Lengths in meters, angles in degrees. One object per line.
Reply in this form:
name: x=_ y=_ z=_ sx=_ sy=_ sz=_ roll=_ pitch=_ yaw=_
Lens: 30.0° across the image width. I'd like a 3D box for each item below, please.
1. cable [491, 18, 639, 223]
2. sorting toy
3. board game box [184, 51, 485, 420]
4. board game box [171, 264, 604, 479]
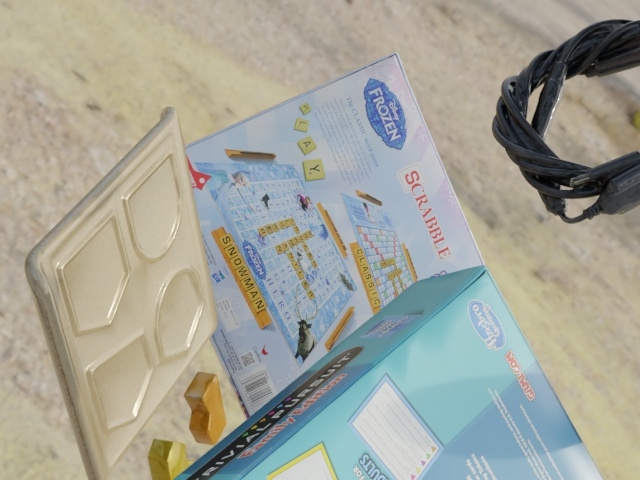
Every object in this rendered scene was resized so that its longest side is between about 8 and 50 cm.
cable: x=0.221 y=-0.097 z=0.876 sx=0.151 sy=0.184 sz=0.047 roll=57 pitch=-3 yaw=34
sorting toy: x=-0.141 y=0.080 z=0.927 sx=0.041 sy=0.307 sz=0.229 roll=7 pitch=37 yaw=18
board game box: x=0.000 y=0.000 z=1.327 sx=0.319 sy=0.318 sz=0.066 roll=67 pitch=-10 yaw=-8
board game box: x=0.034 y=0.210 z=0.718 sx=0.336 sy=0.079 sz=0.254 roll=-36 pitch=100 yaw=-33
